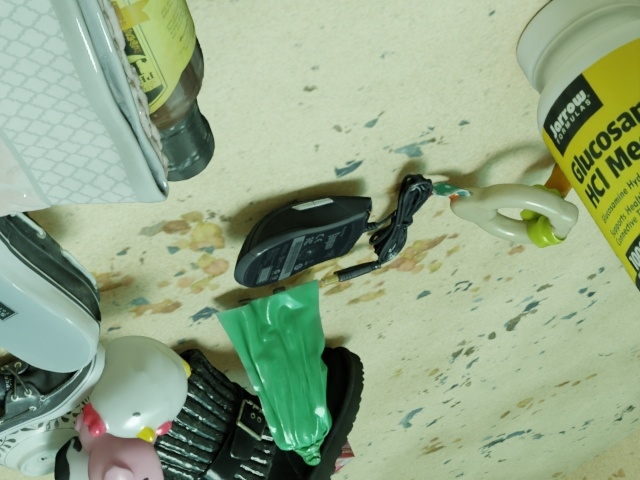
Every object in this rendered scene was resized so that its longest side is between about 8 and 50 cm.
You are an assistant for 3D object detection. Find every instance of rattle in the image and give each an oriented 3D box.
[{"bbox_3d":[0.223,-0.079,1.383,0.199,0.143,0.130,16,174,2],"label":"rattle"}]

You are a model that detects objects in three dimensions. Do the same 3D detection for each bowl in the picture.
[{"bbox_3d":[-0.353,0.247,1.413,0.170,0.080,0.170,-20,152,-11],"label":"bowl"}]

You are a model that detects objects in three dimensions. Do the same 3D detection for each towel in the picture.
[{"bbox_3d":[-0.287,-0.119,0.744,0.317,0.053,0.332,-5,143,6],"label":"towel"}]

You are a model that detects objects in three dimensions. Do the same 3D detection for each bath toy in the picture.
[{"bbox_3d":[-0.238,0.255,1.276,0.129,0.151,0.348,-45,166,-46],"label":"bath toy"}]

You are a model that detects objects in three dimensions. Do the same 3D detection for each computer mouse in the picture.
[{"bbox_3d":[0.000,0.000,1.317,0.262,0.060,0.184,-22,154,-23],"label":"computer mouse"}]

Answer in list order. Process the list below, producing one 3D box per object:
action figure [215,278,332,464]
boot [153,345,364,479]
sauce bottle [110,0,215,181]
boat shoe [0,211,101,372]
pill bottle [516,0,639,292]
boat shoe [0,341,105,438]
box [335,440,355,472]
[{"bbox_3d":[-0.040,0.178,1.414,0.137,0.232,0.063,-17,-172,-12],"label":"action figure"},{"bbox_3d":[-0.092,0.220,1.510,0.260,0.348,0.131,36,130,-12],"label":"boot"},{"bbox_3d":[-0.150,-0.158,0.860,0.111,0.111,0.344,-24,151,-3],"label":"sauce bottle"},{"bbox_3d":[-0.305,-0.004,1.000,0.113,0.105,0.306,-28,129,26],"label":"boat shoe"},{"bbox_3d":[0.337,-0.099,1.125,0.188,0.334,0.188,-20,151,-12],"label":"pill bottle"},{"bbox_3d":[-0.358,0.174,1.298,0.228,0.080,0.076,-25,154,15],"label":"boat shoe"},{"bbox_3d":[-0.093,0.321,1.705,0.257,0.123,0.128,3,141,-42],"label":"box"}]
